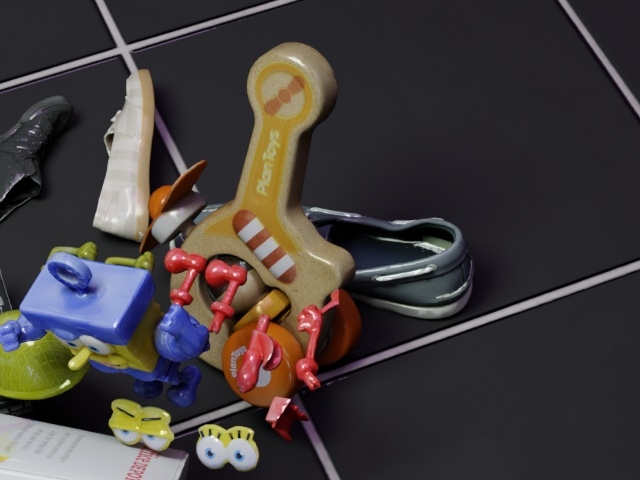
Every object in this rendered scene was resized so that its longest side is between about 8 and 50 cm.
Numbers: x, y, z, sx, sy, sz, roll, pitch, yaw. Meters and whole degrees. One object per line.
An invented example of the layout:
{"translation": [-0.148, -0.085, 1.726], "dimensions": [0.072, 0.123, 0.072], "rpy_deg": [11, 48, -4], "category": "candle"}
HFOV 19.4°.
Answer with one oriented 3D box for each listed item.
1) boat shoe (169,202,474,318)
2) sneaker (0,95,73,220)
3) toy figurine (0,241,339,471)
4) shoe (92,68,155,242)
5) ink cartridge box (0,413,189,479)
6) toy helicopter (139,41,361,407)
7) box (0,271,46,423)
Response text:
{"translation": [0.000, 0.000, 1.919], "dimensions": [0.319, 0.099, 0.116], "rpy_deg": [10, 56, 8], "category": "boat shoe"}
{"translation": [-0.319, -0.081, 2.013], "dimensions": [0.170, 0.051, 0.089], "rpy_deg": [-35, 61, -19], "category": "sneaker"}
{"translation": [-0.189, 0.048, 1.644], "dimensions": [0.363, 0.217, 0.191], "rpy_deg": [12, 66, 31], "category": "toy figurine"}
{"translation": [-0.208, -0.097, 2.006], "dimensions": [0.058, 0.076, 0.219], "rpy_deg": [3, 55, -4], "category": "shoe"}
{"translation": [-0.282, 0.232, 1.635], "dimensions": [0.306, 0.226, 0.131], "rpy_deg": [12, 94, 0], "category": "ink cartridge box"}
{"translation": [-0.067, -0.031, 1.793], "dimensions": [0.235, 0.355, 0.140], "rpy_deg": [26, 31, 21], "category": "toy helicopter"}
{"translation": [-0.363, 0.121, 1.839], "dimensions": [0.147, 0.077, 0.180], "rpy_deg": [-17, 54, -12], "category": "box"}
